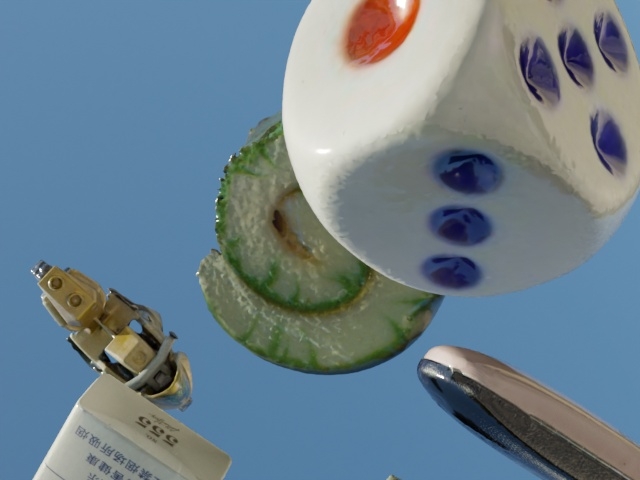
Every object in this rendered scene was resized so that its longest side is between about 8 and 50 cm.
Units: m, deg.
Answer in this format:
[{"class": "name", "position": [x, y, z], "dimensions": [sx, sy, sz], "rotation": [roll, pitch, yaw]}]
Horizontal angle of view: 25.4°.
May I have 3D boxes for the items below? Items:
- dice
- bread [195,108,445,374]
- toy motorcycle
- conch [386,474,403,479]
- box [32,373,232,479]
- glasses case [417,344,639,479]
[{"class": "dice", "position": [0.153, -0.142, 1.468], "dimensions": [0.304, 0.277, 0.304], "rotation": [36, -134, -37]}, {"class": "bread", "position": [0.000, 0.000, 1.946], "dimensions": [0.366, 0.382, 0.129], "rotation": [61, -160, -15]}, {"class": "toy motorcycle", "position": [-0.211, 0.103, 1.504], "dimensions": [0.094, 0.130, 0.229], "rotation": [-47, -74, -7]}, {"class": "conch", "position": [0.076, 0.308, 1.423], "dimensions": [0.135, 0.102, 0.153], "rotation": [-1, -140, -10]}, {"class": "box", "position": [-0.221, 0.279, 1.477], "dimensions": [0.168, 0.259, 0.071], "rotation": [33, -149, 1]}, {"class": "glasses case", "position": [0.224, 0.187, 1.297], "dimensions": [0.314, 0.122, 0.075], "rotation": [33, -95, -13]}]
